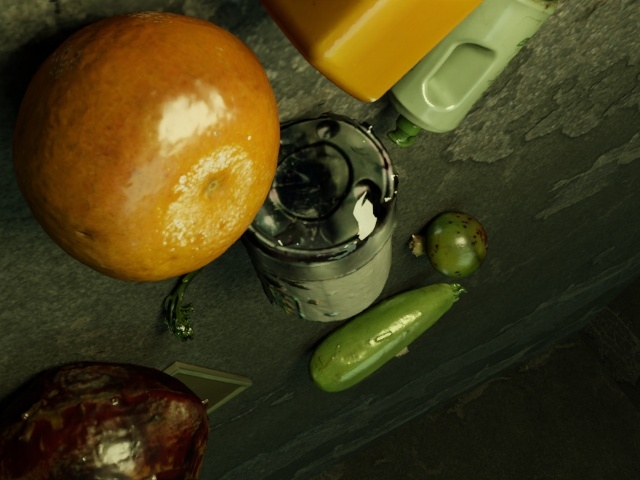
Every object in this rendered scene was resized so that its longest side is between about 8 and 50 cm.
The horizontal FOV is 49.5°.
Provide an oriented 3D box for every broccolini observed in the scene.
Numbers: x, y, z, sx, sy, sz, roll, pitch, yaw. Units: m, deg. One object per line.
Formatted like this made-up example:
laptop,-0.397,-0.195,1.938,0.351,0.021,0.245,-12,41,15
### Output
broccolini,-0.177,0.071,0.945,0.052,0.054,0.194,5,138,-25

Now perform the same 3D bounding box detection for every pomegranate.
pomegranate,0.234,0.003,1.230,0.130,0.130,0.130,-26,155,-13

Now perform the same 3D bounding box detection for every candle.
candle,0.000,0.000,0.857,0.187,0.187,0.330,-29,156,-9

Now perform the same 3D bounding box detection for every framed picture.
framed picture,-0.272,0.306,1.290,0.211,0.020,0.289,-36,156,7

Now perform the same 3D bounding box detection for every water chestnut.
water chestnut,-0.303,0.335,0.967,0.350,0.302,0.350,-23,155,-11

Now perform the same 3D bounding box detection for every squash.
squash,0.133,0.183,1.437,0.370,0.118,0.118,-35,156,-3

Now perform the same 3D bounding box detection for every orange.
orange,-0.137,-0.077,0.564,0.224,0.170,0.224,-37,150,-26

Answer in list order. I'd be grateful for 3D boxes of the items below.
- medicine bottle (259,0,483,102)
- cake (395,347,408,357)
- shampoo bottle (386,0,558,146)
medicine bottle,0.060,-0.234,0.525,0.222,0.149,0.112,-41,155,17
cake,0.176,0.211,1.638,0.052,0.065,0.121,-20,130,-25
shampoo bottle,0.150,-0.195,0.781,0.118,0.087,0.234,-11,148,-45
